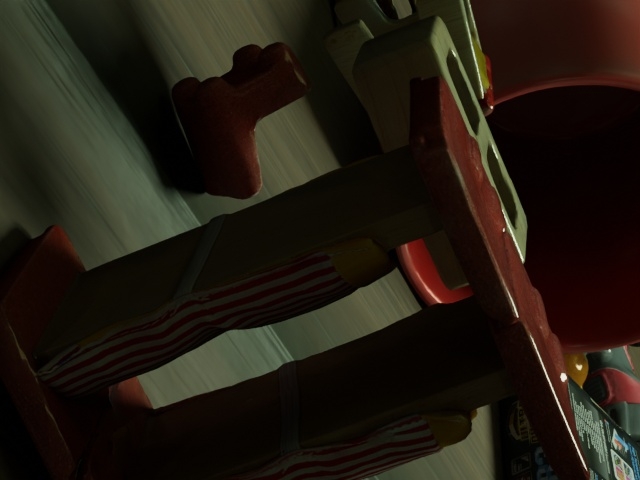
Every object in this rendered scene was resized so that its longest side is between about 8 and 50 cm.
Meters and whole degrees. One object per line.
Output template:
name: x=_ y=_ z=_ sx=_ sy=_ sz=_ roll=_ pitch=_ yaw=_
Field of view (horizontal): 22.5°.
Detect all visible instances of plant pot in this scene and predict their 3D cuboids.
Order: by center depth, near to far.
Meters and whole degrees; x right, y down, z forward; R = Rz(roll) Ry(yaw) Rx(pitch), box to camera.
plant pot: x=0.192 y=-0.088 z=1.273 sx=0.243 sy=0.275 sz=0.275 roll=-85 pitch=151 yaw=-49

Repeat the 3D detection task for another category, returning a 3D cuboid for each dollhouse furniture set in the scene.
dollhouse furniture set: x=0.000 y=0.000 z=0.780 sx=0.374 sy=0.201 sz=0.152 roll=-76 pitch=144 yaw=-69

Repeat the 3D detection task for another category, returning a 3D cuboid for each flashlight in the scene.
flashlight: x=0.309 y=0.126 z=1.692 sx=0.304 sy=0.103 sz=0.103 roll=-87 pitch=178 yaw=-50

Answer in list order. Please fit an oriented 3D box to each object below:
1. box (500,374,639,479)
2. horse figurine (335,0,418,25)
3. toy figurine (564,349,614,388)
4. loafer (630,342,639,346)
box: x=0.265 y=0.298 z=1.342 sx=0.293 sy=0.073 sz=0.295 roll=43 pitch=30 yaw=-32
horse figurine: x=0.054 y=-0.221 z=1.344 sx=0.263 sy=0.066 sz=0.174 roll=-19 pitch=96 yaw=-70
toy figurine: x=0.259 y=0.029 z=1.457 sx=0.148 sy=0.213 sz=0.209 roll=-76 pitch=147 yaw=-55
loafer: x=0.378 y=0.013 z=2.065 sx=0.096 sy=0.084 sz=0.267 roll=-18 pitch=85 yaw=-41
